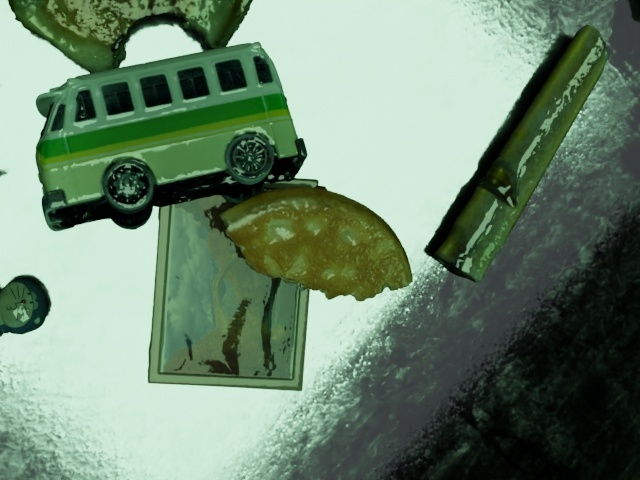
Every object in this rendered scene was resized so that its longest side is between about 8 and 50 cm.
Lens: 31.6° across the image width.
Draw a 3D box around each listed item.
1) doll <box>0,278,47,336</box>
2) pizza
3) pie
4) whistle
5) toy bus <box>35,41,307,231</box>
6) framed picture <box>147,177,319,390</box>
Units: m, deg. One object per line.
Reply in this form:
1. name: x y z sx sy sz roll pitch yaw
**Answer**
1. doll: -0.345 0.072 1.247 0.083 0.050 0.076 -11 79 -6
2. pizza: -0.001 0.000 1.264 0.246 0.058 0.127 6 109 -23
3. pie: -0.210 -0.327 1.221 0.302 0.067 0.302 0 95 -5
4. whistle: 0.242 -0.101 1.320 0.326 0.057 0.068 -58 145 0
5. toy bus: -0.168 -0.110 1.207 0.276 0.133 0.164 -12 82 -11
6. framed picture: -0.100 0.046 1.299 0.184 0.016 0.250 5 94 -10
